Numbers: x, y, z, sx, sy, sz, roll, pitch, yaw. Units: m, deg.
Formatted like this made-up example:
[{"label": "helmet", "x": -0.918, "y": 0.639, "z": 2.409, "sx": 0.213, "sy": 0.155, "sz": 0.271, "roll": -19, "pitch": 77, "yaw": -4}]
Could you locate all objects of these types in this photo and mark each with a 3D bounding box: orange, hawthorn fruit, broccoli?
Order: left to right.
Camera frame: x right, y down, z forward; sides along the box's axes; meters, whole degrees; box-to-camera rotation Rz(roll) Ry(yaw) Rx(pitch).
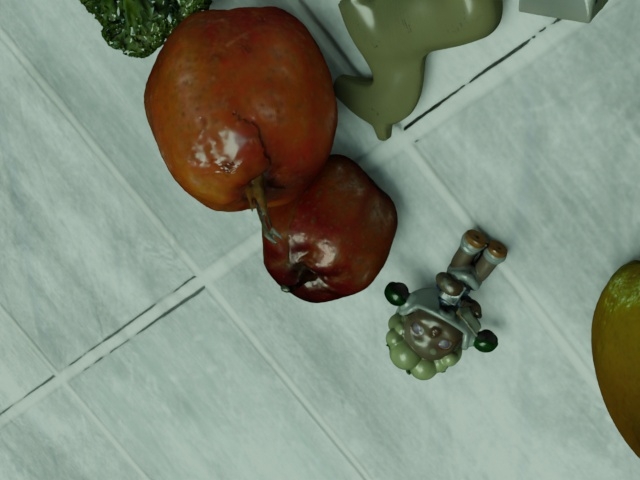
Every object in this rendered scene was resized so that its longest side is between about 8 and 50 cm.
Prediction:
[{"label": "broccoli", "x": -0.195, "y": -0.293, "z": 1.290, "sx": 0.162, "sy": 0.138, "sz": 0.146, "roll": -39, "pitch": 87, "yaw": 1}, {"label": "hawthorn fruit", "x": -0.079, "y": -0.116, "z": 1.223, "sx": 0.211, "sy": 0.299, "sz": 0.211, "roll": -8, "pitch": 150, "yaw": -5}, {"label": "hawthorn fruit", "x": 0.000, "y": 0.000, "z": 1.309, "sx": 0.157, "sy": 0.194, "sz": 0.157, "roll": 15, "pitch": 135, "yaw": 15}, {"label": "orange", "x": 0.400, "y": 0.135, "z": 1.146, "sx": 0.334, "sy": 0.196, "sz": 0.263, "roll": -3, "pitch": 112, "yaw": 63}]

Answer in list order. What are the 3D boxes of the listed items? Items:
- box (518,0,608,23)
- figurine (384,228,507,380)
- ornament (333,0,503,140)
[{"label": "box", "x": 0.234, "y": -0.290, "z": 0.951, "sx": 0.067, "sy": 0.233, "sz": 0.150, "roll": 13, "pitch": 125, "yaw": 24}, {"label": "figurine", "x": 0.145, "y": 0.080, "z": 1.335, "sx": 0.147, "sy": 0.093, "sz": 0.197, "roll": 28, "pitch": 129, "yaw": 0}, {"label": "ornament", "x": 0.083, "y": -0.229, "z": 1.197, "sx": 0.230, "sy": 0.061, "sz": 0.245, "roll": -11, "pitch": 112, "yaw": 38}]
